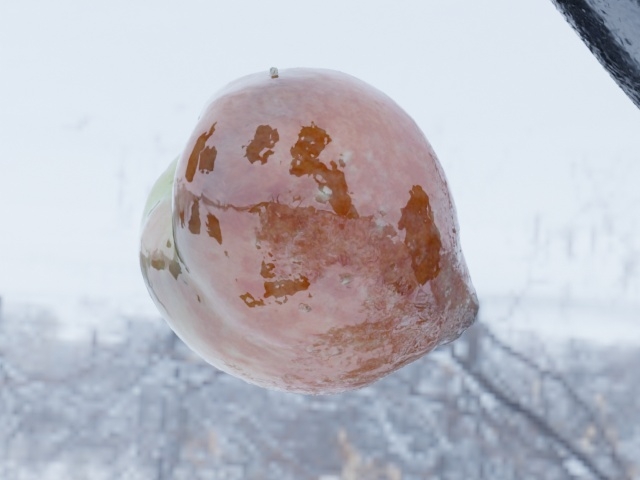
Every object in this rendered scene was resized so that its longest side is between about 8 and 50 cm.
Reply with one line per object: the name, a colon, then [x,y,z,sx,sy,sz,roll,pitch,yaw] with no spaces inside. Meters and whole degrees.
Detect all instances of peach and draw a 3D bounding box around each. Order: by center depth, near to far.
peach: [0.000,0.000,1.184,0.232,0.232,0.232,3,175,0]

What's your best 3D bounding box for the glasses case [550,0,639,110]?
glasses case: [0.144,-0.131,0.820,0.082,0.321,0.122,-39,-173,-2]
